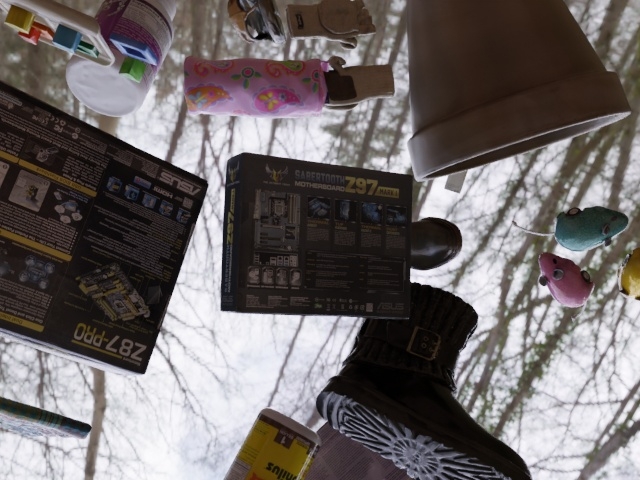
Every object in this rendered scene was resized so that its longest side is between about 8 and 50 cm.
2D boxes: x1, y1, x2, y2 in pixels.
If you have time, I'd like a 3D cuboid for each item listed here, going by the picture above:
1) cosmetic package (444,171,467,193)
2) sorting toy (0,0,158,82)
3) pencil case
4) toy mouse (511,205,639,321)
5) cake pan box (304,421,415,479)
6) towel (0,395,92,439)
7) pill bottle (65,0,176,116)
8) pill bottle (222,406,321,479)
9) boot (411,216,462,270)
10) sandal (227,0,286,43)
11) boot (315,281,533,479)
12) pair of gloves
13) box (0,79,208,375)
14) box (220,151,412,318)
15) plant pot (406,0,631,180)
[{"bbox_3d":[0.322,-0.173,1.699,0.041,0.115,0.060,19,-146,8],"label":"cosmetic package"},{"bbox_3d":[-0.428,-0.329,1.162,0.347,0.047,0.196,22,174,-8],"label":"sorting toy"},{"bbox_3d":[-0.125,-0.302,1.449,0.284,0.124,0.124,1,-147,2],"label":"pencil case"},{"bbox_3d":[0.240,0.020,0.677,0.143,0.161,0.031,25,-132,3],"label":"toy mouse"},{"bbox_3d":[0.085,0.447,1.411,0.267,0.070,0.246,-43,-123,-5],"label":"cake pan box"},{"bbox_3d":[-0.585,0.259,1.183,0.370,0.271,0.040,28,-116,-29],"label":"towel"},{"bbox_3d":[-0.415,-0.426,1.586,0.169,0.169,0.302,12,-126,1],"label":"pill bottle"},{"bbox_3d":[-0.094,0.390,1.198,0.117,0.117,0.215,24,-106,18],"label":"pill bottle"},{"bbox_3d":[0.106,0.009,1.095,0.106,0.082,0.219,-4,179,-31],"label":"boot"},{"bbox_3d":[-0.091,-0.294,0.946,0.060,0.090,0.219,-23,-155,-7],"label":"sandal"},{"bbox_3d":[0.192,0.219,1.097,0.348,0.131,0.260,31,-131,11],"label":"boot"},{"bbox_3d":[0.041,-0.393,1.560,0.204,0.240,0.042,-17,-179,-21],"label":"pair of gloves"},{"bbox_3d":[-0.384,-0.018,1.035,0.395,0.097,0.318,25,-113,-28],"label":"box"},{"bbox_3d":[0.000,0.000,0.884,0.232,0.183,0.059,4,175,-27],"label":"box"},{"bbox_3d":[0.260,-0.267,1.100,0.323,0.280,0.323,-16,179,0],"label":"plant pot"}]
